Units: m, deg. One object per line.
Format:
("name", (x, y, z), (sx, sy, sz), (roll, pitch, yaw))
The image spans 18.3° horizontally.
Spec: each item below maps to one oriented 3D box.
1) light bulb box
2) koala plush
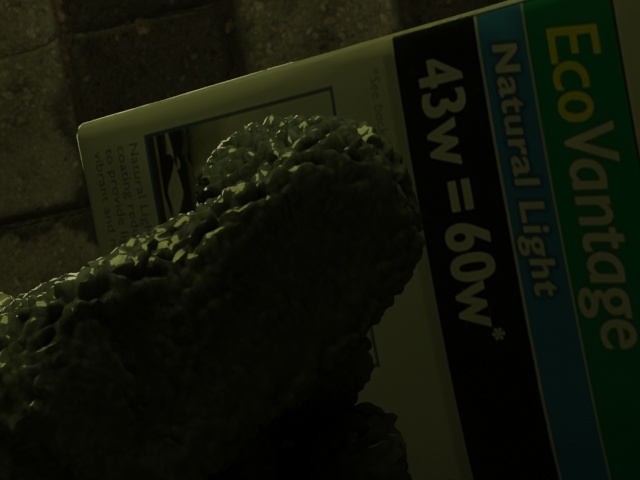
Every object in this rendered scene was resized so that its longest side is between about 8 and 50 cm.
("light bulb box", (0.149, 0.002, 0.910), (0.361, 0.225, 0.358), (-11, 1, 43))
("koala plush", (-0.077, 0.079, 0.686), (0.203, 0.196, 0.221), (-24, 10, -29))
